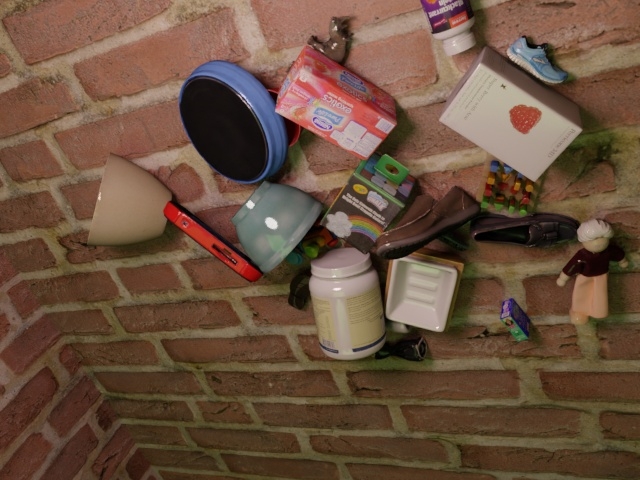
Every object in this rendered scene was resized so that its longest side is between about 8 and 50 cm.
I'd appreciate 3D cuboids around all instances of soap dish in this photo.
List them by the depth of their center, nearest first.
[{"bbox_3d":[0.335,0.150,1.804,0.229,0.118,0.291,13,127,14],"label":"soap dish"}]

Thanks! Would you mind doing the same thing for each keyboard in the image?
[{"bbox_3d":[0.372,-0.017,1.697,0.180,0.023,0.108,28,169,1],"label":"keyboard"}]

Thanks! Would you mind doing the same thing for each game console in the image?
[{"bbox_3d":[-0.356,0.000,1.887,0.386,0.342,0.060,39,90,-5],"label":"game console"}]

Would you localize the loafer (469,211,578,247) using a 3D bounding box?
[{"bbox_3d":[0.589,-0.018,1.600,0.303,0.095,0.109,3,122,20],"label":"loafer"}]

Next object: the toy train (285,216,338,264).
[{"bbox_3d":[0.000,0.000,1.805,0.248,0.143,0.105,-17,115,40],"label":"toy train"}]

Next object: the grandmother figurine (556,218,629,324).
[{"bbox_3d":[0.788,0.083,1.571,0.208,0.104,0.342,-23,124,-8],"label":"grandmother figurine"}]

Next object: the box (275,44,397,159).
[{"bbox_3d":[0.045,-0.371,1.499,0.300,0.142,0.154,24,131,-20],"label":"box"}]

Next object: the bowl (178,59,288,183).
[{"bbox_3d":[-0.276,-0.346,1.669,0.391,0.077,0.391,25,139,25],"label":"bowl"}]

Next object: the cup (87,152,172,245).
[{"bbox_3d":[-0.662,-0.119,1.933,0.237,0.331,0.331,13,131,-20],"label":"cup"}]

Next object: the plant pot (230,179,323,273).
[{"bbox_3d":[-0.159,-0.068,1.738,0.196,0.293,0.293,41,128,-11],"label":"plant pot"}]

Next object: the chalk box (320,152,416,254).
[{"bbox_3d":[0.159,-0.138,1.644,0.180,0.179,0.289,34,127,-2],"label":"chalk box"}]

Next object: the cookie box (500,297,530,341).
[{"bbox_3d":[0.632,0.257,1.773,0.040,0.092,0.107,-31,107,38],"label":"cookie box"}]

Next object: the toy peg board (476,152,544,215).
[{"bbox_3d":[0.533,-0.151,1.544,0.161,0.079,0.160,13,126,13],"label":"toy peg board"}]

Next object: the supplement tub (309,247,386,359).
[{"bbox_3d":[0.089,0.208,1.839,0.235,0.235,0.324,-2,109,23],"label":"supplement tub"}]

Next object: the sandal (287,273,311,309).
[{"bbox_3d":[-0.067,0.183,2.033,0.090,0.060,0.219,28,143,10],"label":"sandal"}]

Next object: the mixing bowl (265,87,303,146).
[{"bbox_3d":[-0.107,-0.380,1.622,0.181,0.098,0.181,25,139,23],"label":"mixing bowl"}]

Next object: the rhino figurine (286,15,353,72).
[{"bbox_3d":[0.009,-0.520,1.510,0.106,0.073,0.243,37,126,-13],"label":"rhino figurine"}]

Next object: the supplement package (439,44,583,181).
[{"bbox_3d":[0.480,-0.323,1.387,0.293,0.175,0.177,32,127,-1],"label":"supplement package"}]

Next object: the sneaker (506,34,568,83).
[{"bbox_3d":[0.544,-0.446,1.350,0.162,0.063,0.073,32,125,-1],"label":"sneaker"}]

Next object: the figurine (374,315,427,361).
[{"bbox_3d":[0.252,0.351,1.999,0.209,0.092,0.215,-13,116,33],"label":"figurine"}]

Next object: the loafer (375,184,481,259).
[{"bbox_3d":[0.291,-0.056,1.577,0.130,0.366,0.134,60,151,12],"label":"loafer"}]

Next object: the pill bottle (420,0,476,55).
[{"bbox_3d":[0.312,-0.560,1.337,0.108,0.108,0.193,-14,116,29],"label":"pill bottle"}]
